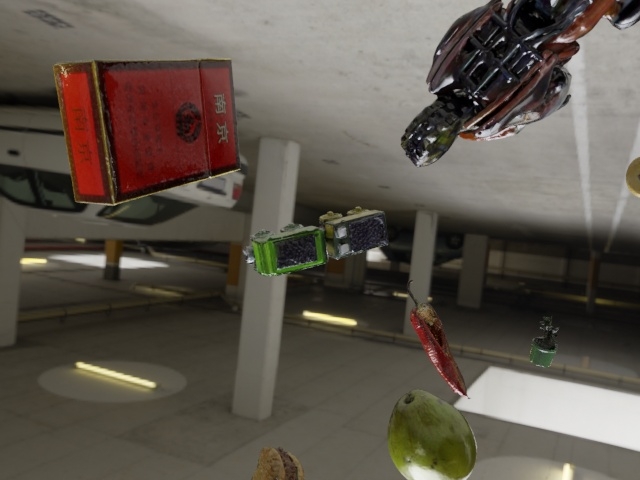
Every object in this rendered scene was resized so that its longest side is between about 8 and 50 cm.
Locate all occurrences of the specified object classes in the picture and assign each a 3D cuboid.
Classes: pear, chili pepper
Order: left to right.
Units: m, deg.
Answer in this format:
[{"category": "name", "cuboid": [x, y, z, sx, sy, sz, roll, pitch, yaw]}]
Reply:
[{"category": "pear", "cuboid": [0.272, 0.499, 1.487, 0.213, 0.269, 0.212, -24, -166, 7]}, {"category": "chili pepper", "cuboid": [0.234, 0.206, 1.231, 0.050, 0.267, 0.059, -31, 172, 41]}]

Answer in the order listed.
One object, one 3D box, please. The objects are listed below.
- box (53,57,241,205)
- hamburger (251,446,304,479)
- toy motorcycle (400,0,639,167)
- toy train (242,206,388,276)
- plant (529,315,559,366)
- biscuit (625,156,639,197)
[{"category": "box", "cuboid": [-0.194, -0.142, 0.726, 0.074, 0.153, 0.240, 1, -164, 28]}, {"category": "hamburger", "cuboid": [-0.047, 0.263, 0.628, 0.044, 0.083, 0.076, 21, -178, -21]}, {"category": "toy motorcycle", "cuboid": [0.247, -0.227, 0.599, 0.134, 0.401, 0.207, 50, -141, 15]}, {"category": "toy train", "cuboid": [0.000, 0.000, 0.786, 0.202, 0.060, 0.081, -14, -166, -24]}, {"category": "plant", "cuboid": [0.437, 0.191, 1.157, 0.051, 0.102, 0.051, 8, -164, -2]}, {"category": "biscuit", "cuboid": [0.646, -0.074, 1.052, 0.234, 0.153, 0.030, 49, -172, 34]}]
